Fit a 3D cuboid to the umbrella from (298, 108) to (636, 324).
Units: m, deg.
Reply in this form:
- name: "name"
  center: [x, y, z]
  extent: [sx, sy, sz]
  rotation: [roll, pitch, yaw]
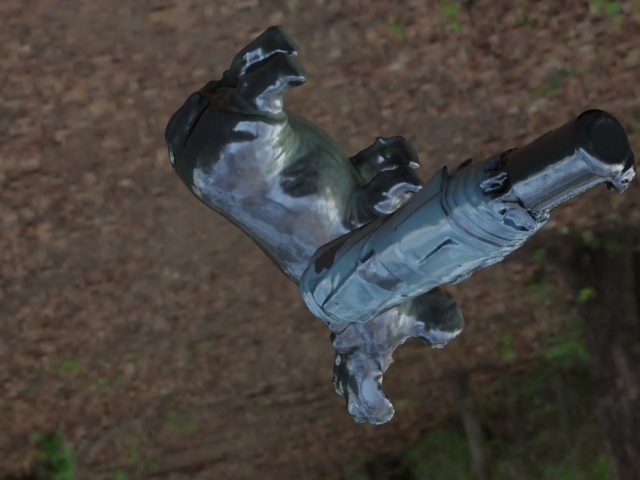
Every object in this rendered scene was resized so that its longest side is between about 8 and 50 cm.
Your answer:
- name: "umbrella"
  center: [0.064, -0.009, 0.753]
  extent: [0.053, 0.052, 0.250]
  rotation: [20, 154, -22]

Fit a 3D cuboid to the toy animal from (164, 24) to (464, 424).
- name: "toy animal"
  center: [0.017, -0.004, 1.213]
  extent: [0.168, 0.343, 0.106]
  rotation: [-29, -156, 10]
